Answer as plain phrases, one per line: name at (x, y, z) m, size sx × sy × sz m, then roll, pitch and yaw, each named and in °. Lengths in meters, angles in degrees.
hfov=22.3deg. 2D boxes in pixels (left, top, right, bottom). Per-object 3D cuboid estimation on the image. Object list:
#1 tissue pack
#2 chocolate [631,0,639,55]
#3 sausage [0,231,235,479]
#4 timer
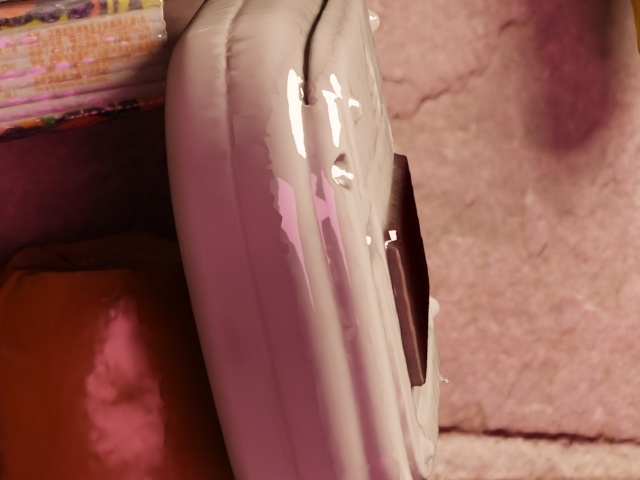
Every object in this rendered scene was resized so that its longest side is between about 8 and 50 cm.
tissue pack at (-0.151, -0.072, 0.710) m, size 0.148 × 0.109 × 0.060 m, roll -14°, pitch 105°, yaw -30°
chocolate at (0.218, -0.308, 0.869) m, size 0.162 × 0.162 × 0.445 m, roll -8°, pitch 105°, yaw -31°
sausage at (-0.100, 0.175, 0.787) m, size 0.134 × 0.116 × 0.353 m, roll -9°, pitch 106°, yaw -38°
timer at (-0.001, 0.000, 0.741) m, size 0.087 × 0.262 × 0.237 m, roll -11°, pitch 109°, yaw 8°
